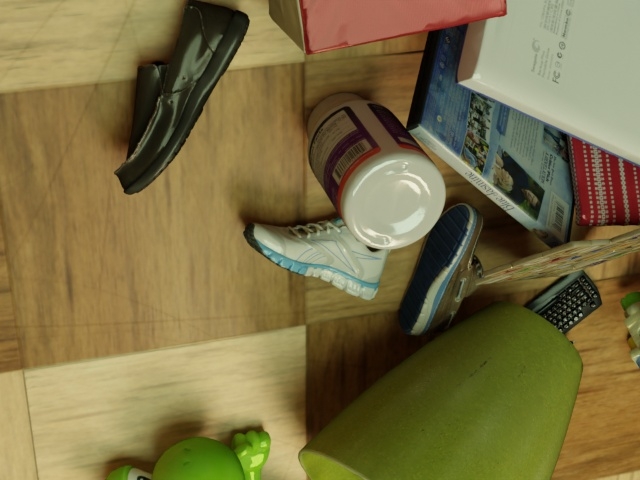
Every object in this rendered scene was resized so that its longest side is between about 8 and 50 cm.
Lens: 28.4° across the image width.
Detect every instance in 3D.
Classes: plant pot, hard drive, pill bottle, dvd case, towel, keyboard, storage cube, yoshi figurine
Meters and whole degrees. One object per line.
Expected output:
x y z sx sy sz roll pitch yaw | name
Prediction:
0.171 0.222 1.475 0.293 0.274 0.275 -49 125 -18 | plant pot
0.299 -0.209 1.351 0.318 0.040 0.210 20 76 -27 | hard drive
0.048 -0.081 1.310 0.108 0.193 0.108 -8 121 -13 | pill bottle
0.197 -0.124 1.363 0.253 0.180 0.022 35 143 -31 | dvd case
0.404 -0.116 1.444 0.274 0.031 0.199 -3 80 -17 | towel
0.280 0.127 1.598 0.192 0.038 0.100 -39 123 7 | keyboard
0.046 -0.294 1.179 0.193 0.215 0.184 -13 113 -9 | storage cube
-0.079 0.341 1.521 0.362 0.203 0.203 24 93 -26 | yoshi figurine

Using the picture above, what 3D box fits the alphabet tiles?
0.296 0.017 1.425 0.198 0.009 0.237 -22 168 40 | alphabet tiles

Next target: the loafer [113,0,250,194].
-0.155 -0.149 1.284 0.078 0.080 0.220 31 96 -6 | loafer

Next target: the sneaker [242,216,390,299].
0.000 0.000 1.422 0.190 0.071 0.083 19 105 -35 | sneaker

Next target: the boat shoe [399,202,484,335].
0.154 0.034 1.493 0.066 0.066 0.183 7 126 -27 | boat shoe

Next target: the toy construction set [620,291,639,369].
0.508 0.062 1.559 0.328 0.151 0.215 -48 136 11 | toy construction set
